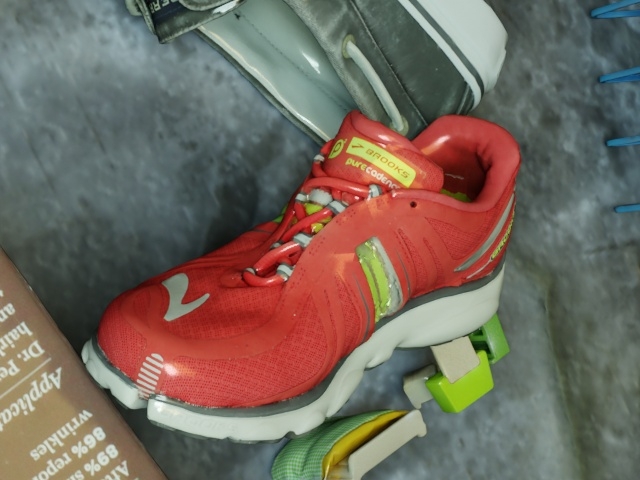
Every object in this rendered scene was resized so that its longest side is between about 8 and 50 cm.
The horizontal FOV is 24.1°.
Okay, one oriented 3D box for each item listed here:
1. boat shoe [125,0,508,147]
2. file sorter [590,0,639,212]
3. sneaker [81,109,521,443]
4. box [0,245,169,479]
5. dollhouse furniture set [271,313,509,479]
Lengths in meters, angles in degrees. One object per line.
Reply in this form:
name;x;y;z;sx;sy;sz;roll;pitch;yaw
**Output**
boat shoe;-0.044;-0.148;0.745;0.335;0.121;0.119;36;70;-21
file sorter;0.229;-0.103;0.876;0.118;0.104;0.170;-7;91;-25
sneaker;0.000;0.000;0.691;0.279;0.107;0.118;-26;137;-50
box;-0.134;0.193;0.682;0.191;0.143;0.381;-38;101;-22
dollhouse furniture set;0.035;0.069;0.798;0.152;0.076;0.058;-31;103;-33
